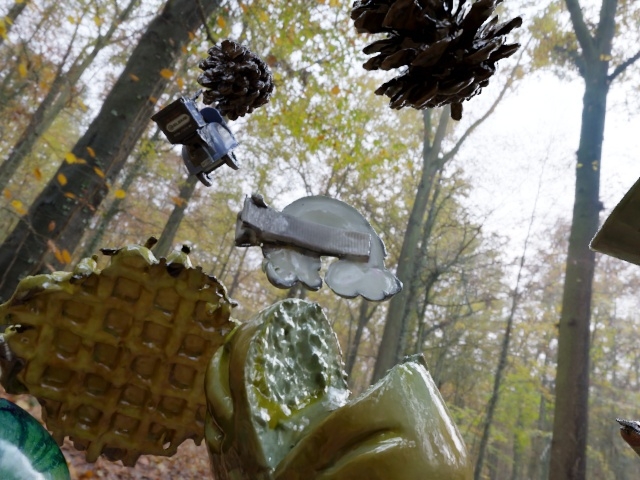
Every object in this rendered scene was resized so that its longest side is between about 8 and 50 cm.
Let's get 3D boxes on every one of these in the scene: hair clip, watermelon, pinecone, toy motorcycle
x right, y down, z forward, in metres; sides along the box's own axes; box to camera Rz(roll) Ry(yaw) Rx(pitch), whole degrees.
[{"bbox_3d":[0.000,0.000,0.488,0.172,0.116,0.049,13,-30,-16],"label":"hair clip"},{"bbox_3d":[-0.393,0.274,0.620,0.128,0.146,0.231,-3,-13,-28],"label":"watermelon"},{"bbox_3d":[-0.247,-0.461,1.369,0.221,0.222,0.221,15,-24,7],"label":"pinecone"},{"bbox_3d":[0.165,-0.331,0.731,0.309,0.244,0.244,55,-34,-12],"label":"pinecone"},{"bbox_3d":[-0.281,-0.255,1.168,0.213,0.125,0.358,58,4,-16],"label":"toy motorcycle"}]

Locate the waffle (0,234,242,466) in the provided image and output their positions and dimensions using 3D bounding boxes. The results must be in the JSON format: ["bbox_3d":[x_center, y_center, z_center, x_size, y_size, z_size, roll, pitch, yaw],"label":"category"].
[{"bbox_3d":[-0.295,0.188,0.769,0.379,0.095,0.383,-19,-65,2],"label":"waffle"}]

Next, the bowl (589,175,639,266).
[{"bbox_3d":[0.461,-0.063,0.534,0.146,0.289,0.289,43,-13,26],"label":"bowl"}]

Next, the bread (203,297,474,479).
[{"bbox_3d":[-0.008,0.236,0.518,0.332,0.334,0.160,-2,5,38],"label":"bread"}]

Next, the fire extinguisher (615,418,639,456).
[{"bbox_3d":[0.653,0.411,0.970,0.177,0.050,0.062,44,-5,-16],"label":"fire extinguisher"}]
